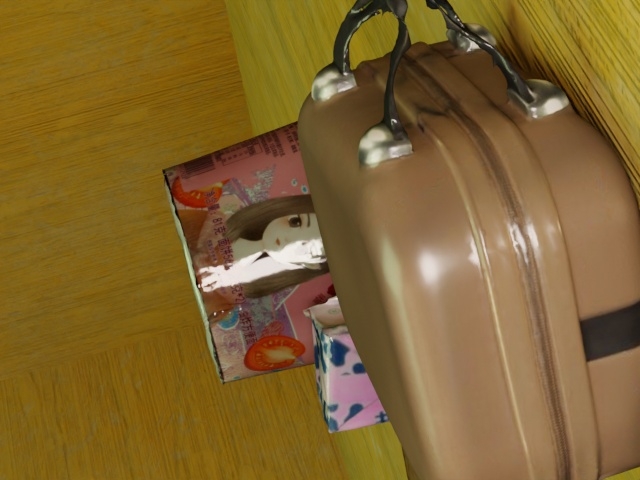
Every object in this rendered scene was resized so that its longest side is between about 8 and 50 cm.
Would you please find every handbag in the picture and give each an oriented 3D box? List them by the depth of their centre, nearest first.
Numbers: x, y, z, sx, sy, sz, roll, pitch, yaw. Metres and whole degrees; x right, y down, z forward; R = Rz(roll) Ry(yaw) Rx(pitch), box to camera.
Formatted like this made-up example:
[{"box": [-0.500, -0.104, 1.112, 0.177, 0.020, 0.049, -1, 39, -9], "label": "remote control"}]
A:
[{"box": [0.079, -0.018, 0.856, 0.302, 0.149, 0.283, -114, 7, -68], "label": "handbag"}]

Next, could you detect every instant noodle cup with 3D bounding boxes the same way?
[{"box": [0.000, 0.000, 1.256, 0.243, 0.231, 0.243, 164, 90, -84], "label": "instant noodle cup"}]

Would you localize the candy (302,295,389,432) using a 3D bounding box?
[{"box": [0.073, 0.084, 1.131, 0.073, 0.160, 0.092, -129, 31, -69], "label": "candy"}]

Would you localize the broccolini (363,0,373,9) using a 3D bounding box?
[{"box": [0.006, -0.297, 1.256, 0.067, 0.058, 0.216, -142, 36, -76], "label": "broccolini"}]

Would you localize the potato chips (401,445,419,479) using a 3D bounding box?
[{"box": [0.122, 0.242, 1.612, 0.195, 0.062, 0.208, -108, 3, -46], "label": "potato chips"}]
